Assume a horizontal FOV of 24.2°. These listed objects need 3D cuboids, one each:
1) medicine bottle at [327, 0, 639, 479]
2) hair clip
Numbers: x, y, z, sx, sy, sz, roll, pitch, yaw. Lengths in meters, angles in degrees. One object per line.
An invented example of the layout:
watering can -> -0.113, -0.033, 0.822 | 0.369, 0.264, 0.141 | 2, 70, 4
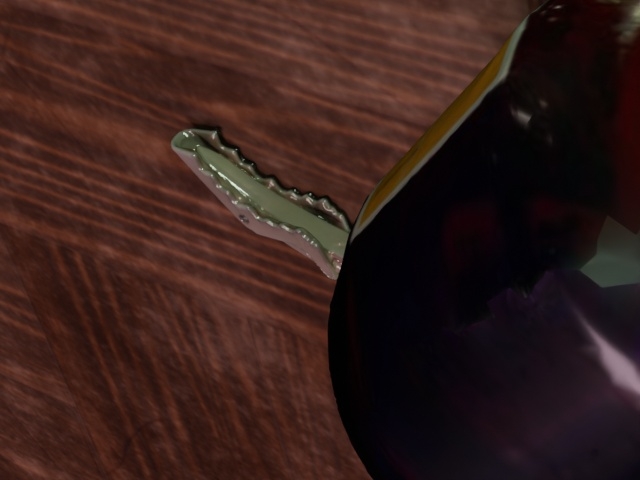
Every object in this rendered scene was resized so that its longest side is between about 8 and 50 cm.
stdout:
medicine bottle -> 0.180, -0.016, 0.557 | 0.242, 0.242, 0.395 | 41, 143, -5
hair clip -> 0.000, 0.000, 0.942 | 0.226, 0.034, 0.072 | 29, 148, 15
